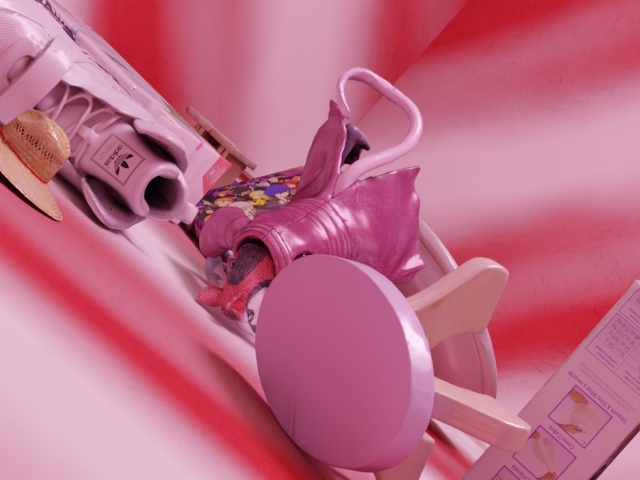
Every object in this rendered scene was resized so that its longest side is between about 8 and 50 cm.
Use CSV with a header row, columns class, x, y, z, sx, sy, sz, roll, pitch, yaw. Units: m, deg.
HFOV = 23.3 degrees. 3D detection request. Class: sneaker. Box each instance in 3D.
class,x,y,z,sx,sy,sz,roll,pitch,yaw
sneaker,-0.267,-0.142,1.664,0.210,0.137,0.366,41,-2,42

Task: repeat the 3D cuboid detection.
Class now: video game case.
class,x,y,z,sx,sy,sz,roll,pitch,yaw
video game case,-0.057,-0.029,2.165,0.210,0.232,0.041,-134,-146,-54

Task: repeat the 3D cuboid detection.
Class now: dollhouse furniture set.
class,x,y,z,sx,sy,sz,roll,pitch,yaw
dollhouse furniture set,-0.160,-0.090,2.374,0.129,0.129,0.184,44,5,35

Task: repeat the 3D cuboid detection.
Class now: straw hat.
class,x,y,z,sx,sy,sz,roll,pitch,yaw
straw hat,-0.274,-0.089,1.485,0.144,0.061,0.144,46,2,-3

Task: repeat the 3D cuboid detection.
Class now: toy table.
class,x,y,z,sx,sy,sz,roll,pitch,yaw
toy table,0.067,0.124,1.458,0.161,0.252,0.274,14,25,-34

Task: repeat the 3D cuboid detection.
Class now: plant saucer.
class,x,y,z,sx,sy,sz,roll,pitch,yaw
plant saucer,0.123,0.121,2.443,0.400,0.100,0.400,51,-24,32

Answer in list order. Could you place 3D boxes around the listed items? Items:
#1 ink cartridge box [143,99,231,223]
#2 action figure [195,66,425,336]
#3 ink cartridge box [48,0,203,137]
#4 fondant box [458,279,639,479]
class,x,y,z,sx,sy,sz,roll,pitch,yaw
ink cartridge box,-0.216,-0.109,2.061,0.067,0.115,0.198,45,3,28
action figure,0.000,0.000,1.808,0.248,0.275,0.370,34,33,17
ink cartridge box,-0.321,-0.212,2.154,0.278,0.117,0.201,44,4,30
fondant box,0.248,0.201,1.565,0.096,0.330,0.238,41,3,15
